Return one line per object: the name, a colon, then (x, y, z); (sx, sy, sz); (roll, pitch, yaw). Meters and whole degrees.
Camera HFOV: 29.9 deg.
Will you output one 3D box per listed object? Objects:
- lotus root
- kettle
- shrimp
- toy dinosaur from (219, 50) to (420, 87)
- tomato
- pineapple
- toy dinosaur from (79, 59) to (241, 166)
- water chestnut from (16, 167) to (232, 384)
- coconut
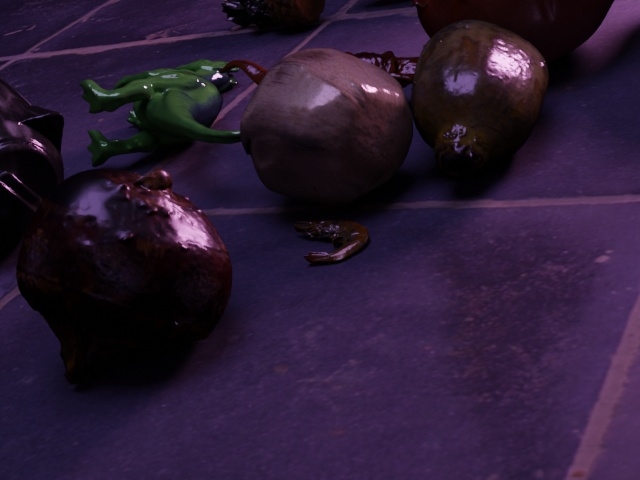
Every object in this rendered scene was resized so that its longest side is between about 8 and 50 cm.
lotus root: (0.202, -0.182, 1.527); (0.173, 0.173, 0.309); (-8, 29, 17)
kettle: (-0.504, -0.078, 1.686); (0.321, 0.228, 0.324); (-49, 37, -7)
shrimp: (0.000, 0.000, 1.412); (0.114, 0.023, 0.083); (11, 38, 38)
toy dinosaur: (0.008, -0.228, 1.747); (0.432, 0.097, 0.208); (8, 30, 19)
tomato: (0.307, -0.394, 1.737); (0.273, 0.341, 0.341); (30, 28, -8)
pineapple: (-0.095, -0.463, 2.337); (0.119, 0.111, 0.237); (2, 1, -44)
toy dinosaur: (-0.158, -0.202, 1.852); (0.500, 0.144, 0.374); (14, 26, 41)
water chestnut: (-0.209, 0.042, 1.273); (0.223, 0.238, 0.223); (12, -5, 1)
coconut: (-0.001, -0.144, 1.508); (0.224, 0.224, 0.224); (-13, 25, 6)
